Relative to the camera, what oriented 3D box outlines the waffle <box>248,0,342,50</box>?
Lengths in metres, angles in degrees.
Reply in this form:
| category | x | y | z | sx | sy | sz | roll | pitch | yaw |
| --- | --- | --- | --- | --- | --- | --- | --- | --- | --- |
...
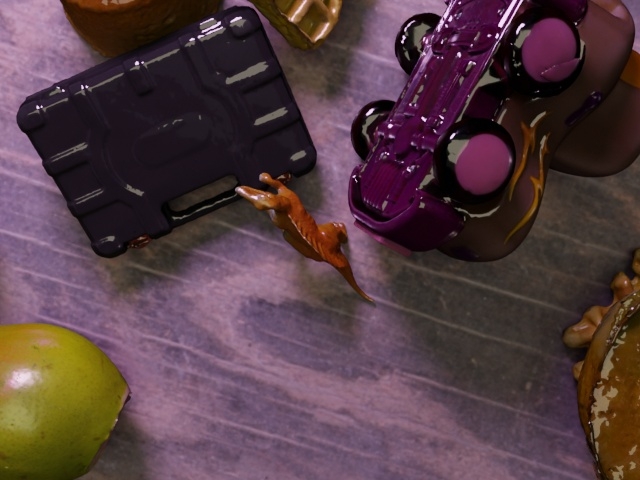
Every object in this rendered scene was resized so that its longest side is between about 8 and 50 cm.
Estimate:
| category | x | y | z | sx | sy | sz | roll | pitch | yaw |
| --- | --- | --- | --- | --- | --- | --- | --- | --- | --- |
| waffle | -0.028 | -0.360 | 0.756 | 0.229 | 0.057 | 0.219 | 40 | 76 | -38 |

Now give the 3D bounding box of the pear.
| category | x | y | z | sx | sy | sz | roll | pitch | yaw |
| --- | --- | --- | --- | --- | --- | --- | --- | --- | --- |
| pear | -0.334 | 0.177 | 0.793 | 0.220 | 0.187 | 0.187 | 23 | 94 | -8 |

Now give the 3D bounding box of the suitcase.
| category | x | y | z | sx | sy | sz | roll | pitch | yaw |
| --- | --- | --- | --- | --- | --- | --- | --- | --- | --- |
| suitcase | -0.166 | -0.119 | 0.805 | 0.286 | 0.066 | 0.206 | -24 | 113 | 1 |

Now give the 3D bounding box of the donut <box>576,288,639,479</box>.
| category | x | y | z | sx | sy | sz | roll | pitch | yaw |
| --- | --- | --- | --- | --- | --- | --- | --- | --- | --- |
| donut | 0.400 | 0.166 | 0.778 | 0.272 | 0.107 | 0.272 | 0 | 93 | -1 |

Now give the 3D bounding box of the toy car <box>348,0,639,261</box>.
| category | x | y | z | sx | sy | sz | roll | pitch | yaw |
| --- | --- | --- | --- | --- | --- | --- | --- | --- | --- |
| toy car | 0.198 | -0.119 | 0.760 | 0.240 | 0.271 | 0.340 | 27 | 97 | -22 |

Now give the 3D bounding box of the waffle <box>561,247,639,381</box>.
| category | x | y | z | sx | sy | sz | roll | pitch | yaw |
| --- | --- | --- | --- | --- | --- | --- | --- | --- | --- |
| waffle | 0.446 | 0.150 | 0.851 | 0.310 | 0.065 | 0.283 | 18 | 94 | -2 |

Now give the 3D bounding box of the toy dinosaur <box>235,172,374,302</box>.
| category | x | y | z | sx | sy | sz | roll | pitch | yaw |
| --- | --- | --- | --- | --- | --- | --- | --- | --- | --- |
| toy dinosaur | -0.001 | -0.001 | 0.803 | 0.212 | 0.142 | 0.057 | 38 | 95 | -5 |

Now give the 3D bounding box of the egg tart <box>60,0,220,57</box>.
| category | x | y | z | sx | sy | sz | roll | pitch | yaw |
| --- | --- | --- | --- | --- | --- | --- | --- | --- | --- |
| egg tart | -0.216 | -0.310 | 0.781 | 0.203 | 0.147 | 0.202 | 0 | 92 | 2 |
